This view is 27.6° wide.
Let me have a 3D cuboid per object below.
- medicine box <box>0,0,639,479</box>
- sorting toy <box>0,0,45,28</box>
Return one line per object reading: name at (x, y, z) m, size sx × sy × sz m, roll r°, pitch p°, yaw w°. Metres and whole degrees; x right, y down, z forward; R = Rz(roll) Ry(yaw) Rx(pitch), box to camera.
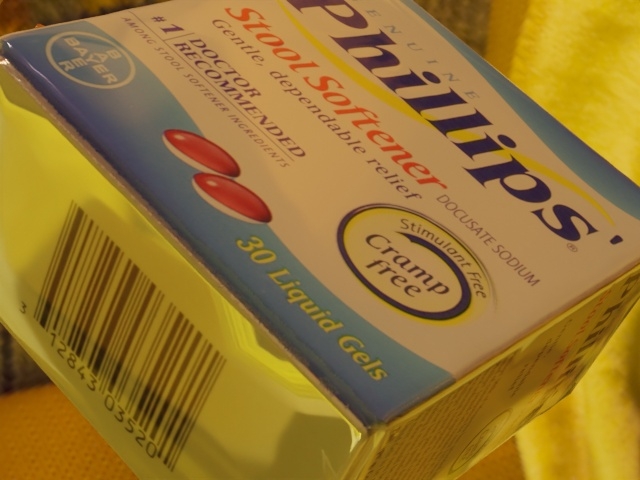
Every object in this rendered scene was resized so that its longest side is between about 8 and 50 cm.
medicine box at (0.000, 0.000, 0.692) m, size 0.289 × 0.263 × 0.149 m, roll -25°, pitch 151°, yaw -46°
sorting toy at (-0.343, -0.151, 1.032) m, size 0.307 × 0.229 × 0.041 m, roll 25°, pitch 145°, yaw -7°
